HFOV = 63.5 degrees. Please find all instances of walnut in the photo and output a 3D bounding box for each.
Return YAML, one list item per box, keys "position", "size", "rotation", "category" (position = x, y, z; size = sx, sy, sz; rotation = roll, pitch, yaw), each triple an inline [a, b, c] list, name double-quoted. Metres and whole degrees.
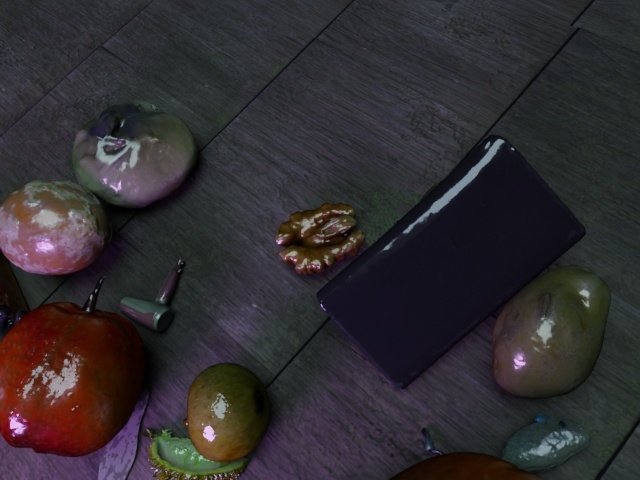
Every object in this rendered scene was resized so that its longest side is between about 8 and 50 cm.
- position: [0.000, 0.000, 1.018]
  size: [0.170, 0.069, 0.143]
  rotation: [-17, 62, 1]
  category: "walnut"

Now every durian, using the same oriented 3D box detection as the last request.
- position: [-0.235, 0.387, 0.896]
  size: [0.215, 0.086, 0.100]
  rotation: [10, 34, 12]
  category: "durian"

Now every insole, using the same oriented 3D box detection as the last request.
- position: [-0.362, 0.364, 0.955]
  size: [0.065, 0.006, 0.193]
  rotation: [4, 66, 14]
  category: "insole"

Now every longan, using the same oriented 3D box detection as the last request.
- position: [-0.167, 0.291, 0.877]
  size: [0.176, 0.145, 0.155]
  rotation: [-16, 36, 24]
  category: "longan"

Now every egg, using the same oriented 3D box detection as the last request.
- position: [-0.545, -0.024, 1.063]
  size: [0.245, 0.203, 0.203]
  rotation: [5, 66, 23]
  category: "egg"

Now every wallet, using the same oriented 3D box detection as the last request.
- position: [0.209, 0.042, 0.860]
  size: [0.406, 0.062, 0.228]
  rotation: [-43, 96, 10]
  category: "wallet"

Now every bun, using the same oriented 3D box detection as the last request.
- position: [-0.415, -0.197, 1.139]
  size: [0.272, 0.168, 0.273]
  rotation: [-2, 61, 3]
  category: "bun"

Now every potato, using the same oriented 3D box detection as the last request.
- position: [0.363, 0.144, 0.813]
  size: [0.160, 0.178, 0.235]
  rotation: [32, 87, 9]
  category: "potato"

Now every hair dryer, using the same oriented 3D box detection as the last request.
- position: [-0.324, 0.103, 1.054]
  size: [0.106, 0.054, 0.154]
  rotation: [20, 61, 24]
  category: "hair dryer"

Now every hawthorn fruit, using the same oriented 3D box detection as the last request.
- position: [-0.428, 0.205, 0.901]
  size: [0.254, 0.254, 0.300]
  rotation: [12, 80, 16]
  category: "hawthorn fruit"

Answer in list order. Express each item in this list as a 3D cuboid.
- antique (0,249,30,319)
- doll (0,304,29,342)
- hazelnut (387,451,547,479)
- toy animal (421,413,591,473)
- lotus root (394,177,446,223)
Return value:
- position: [-0.709, 0.096, 1.100]
  size: [0.087, 0.093, 0.310]
  rotation: [-36, 65, -6]
  category: "antique"
- position: [-0.637, 0.257, 0.952]
  size: [0.194, 0.153, 0.258]
  rotation: [-4, 100, -16]
  category: "doll"
- position: [0.197, 0.443, 0.635]
  size: [0.315, 0.372, 0.372]
  rotation: [-49, 59, 30]
  category: "hazelnut"
- position: [0.293, 0.331, 0.817]
  size: [0.252, 0.070, 0.079]
  rotation: [-15, 28, 17]
  category: "toy animal"
- position: [0.256, -0.042, 0.947]
  size: [0.278, 0.154, 0.154]
  rotation: [-27, 63, 2]
  category: "lotus root"
